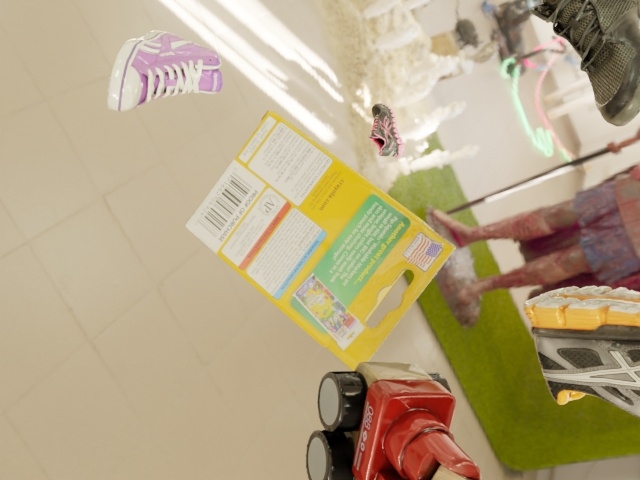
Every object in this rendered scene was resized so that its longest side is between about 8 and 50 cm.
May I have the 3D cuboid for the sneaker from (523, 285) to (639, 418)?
[{"bbox_3d":[0.233,0.078,0.462,0.084,0.215,0.083,-10,97,-35],"label":"sneaker"}]

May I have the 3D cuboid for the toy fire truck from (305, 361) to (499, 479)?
[{"bbox_3d":[0.099,0.246,0.615,0.159,0.246,0.216,6,103,-22],"label":"toy fire truck"}]

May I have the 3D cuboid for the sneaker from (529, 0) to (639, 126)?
[{"bbox_3d":[0.282,-0.218,0.755,0.130,0.087,0.227,19,56,-9],"label":"sneaker"}]

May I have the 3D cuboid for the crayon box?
[{"bbox_3d":[0.000,0.000,0.958,0.323,0.203,0.083,39,5,22],"label":"crayon box"}]

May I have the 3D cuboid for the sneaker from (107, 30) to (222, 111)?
[{"bbox_3d":[-0.259,-0.293,1.262,0.161,0.102,0.282,18,36,1],"label":"sneaker"}]

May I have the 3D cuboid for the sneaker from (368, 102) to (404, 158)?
[{"bbox_3d":[0.113,-0.206,1.343,0.057,0.047,0.119,-9,66,-23],"label":"sneaker"}]
